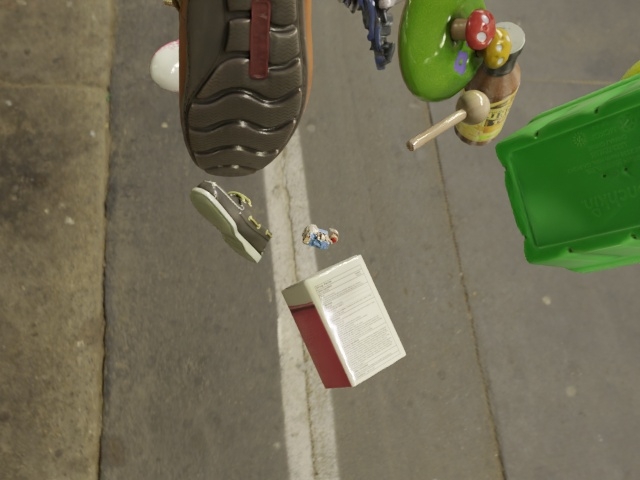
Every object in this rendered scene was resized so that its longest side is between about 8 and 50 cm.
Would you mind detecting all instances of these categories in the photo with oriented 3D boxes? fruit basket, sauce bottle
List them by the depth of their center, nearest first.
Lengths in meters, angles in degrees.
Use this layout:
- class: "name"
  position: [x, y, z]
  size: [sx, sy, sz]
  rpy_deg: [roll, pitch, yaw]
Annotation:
- class: "fruit basket"
  position: [0.460, -0.124, 0.864]
  size: [0.391, 0.392, 0.283]
  rpy_deg: [-14, 87, -20]
- class: "sauce bottle"
  position: [0.342, -0.309, 1.342]
  size: [0.111, 0.344, 0.112]
  rpy_deg: [-1, 73, 5]

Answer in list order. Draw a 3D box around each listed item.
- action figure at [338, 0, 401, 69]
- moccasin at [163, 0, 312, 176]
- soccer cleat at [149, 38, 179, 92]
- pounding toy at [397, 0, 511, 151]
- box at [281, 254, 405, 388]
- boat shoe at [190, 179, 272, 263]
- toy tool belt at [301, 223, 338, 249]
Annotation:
- class: "action figure"
  position: [0.178, -0.548, 1.431]
  size: [0.178, 0.330, 0.342]
  rpy_deg: [-18, 104, -56]
- class: "moccasin"
  position: [-0.083, -0.221, 0.636]
  size: [0.139, 0.380, 0.147]
  rpy_deg: [-6, 48, -8]
- class: "soccer cleat"
  position: [-0.176, -0.342, 1.347]
  size: [0.331, 0.116, 0.143]
  rpy_deg: [-9, 35, -39]
- class: "pounding toy"
  position: [0.204, -0.252, 0.913]
  size: [0.110, 0.237, 0.183]
  rpy_deg: [19, 39, 40]
- class: "box"
  position: [0.045, 0.170, 1.365]
  size: [0.148, 0.127, 0.233]
  rpy_deg: [-23, 88, -30]
- class: "boat shoe"
  position: [-0.147, -0.043, 1.126]
  size: [0.081, 0.228, 0.069]
  rpy_deg: [26, 72, 28]
- class: "toy tool belt"
  position: [0.000, 0.000, 1.465]
  size: [0.083, 0.052, 0.051]
  rpy_deg: [13, 35, -13]
